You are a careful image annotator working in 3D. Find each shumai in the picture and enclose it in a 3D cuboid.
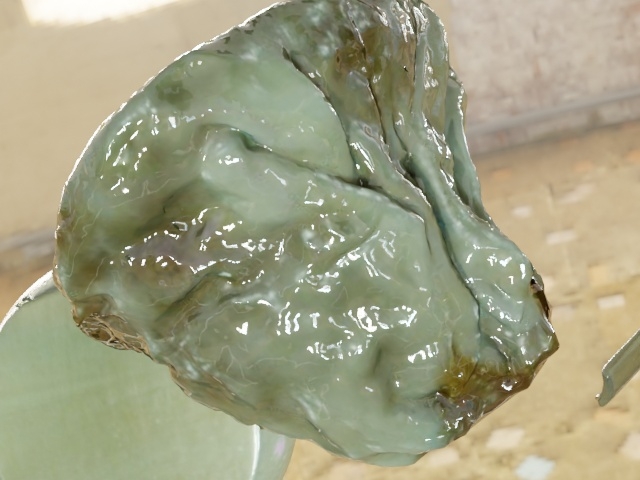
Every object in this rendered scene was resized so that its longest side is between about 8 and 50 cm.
[{"bbox_3d":[0.018,0.015,0.934,0.309,0.263,0.304,-48,165,8],"label":"shumai"}]

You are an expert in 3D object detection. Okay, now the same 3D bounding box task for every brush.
[{"bbox_3d":[0.340,0.050,1.292,0.048,0.054,0.282,38,-117,25],"label":"brush"}]

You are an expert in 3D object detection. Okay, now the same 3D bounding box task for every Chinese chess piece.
[{"bbox_3d":[-0.194,0.178,1.605,0.349,0.349,0.146,-9,-172,17],"label":"Chinese chess piece"}]
